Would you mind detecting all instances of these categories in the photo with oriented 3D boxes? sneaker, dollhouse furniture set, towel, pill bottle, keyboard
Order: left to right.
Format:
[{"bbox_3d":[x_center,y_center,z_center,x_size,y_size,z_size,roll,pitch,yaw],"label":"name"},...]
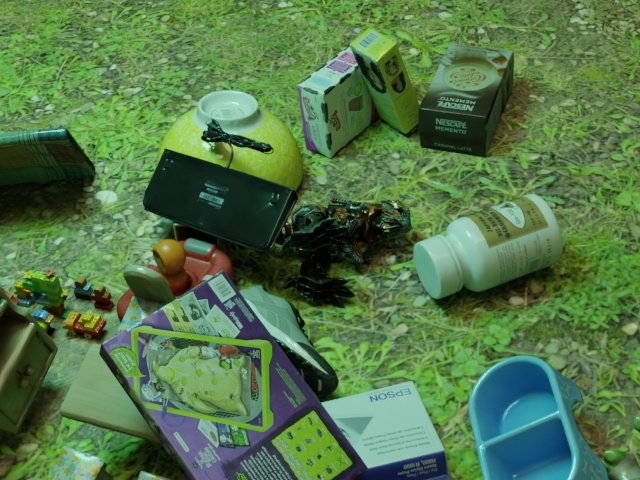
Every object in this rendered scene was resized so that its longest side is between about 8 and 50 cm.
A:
[{"bbox_3d":[-0.638,-0.146,1.986,0.370,0.271,0.040,-6,79,-1],"label":"towel"},{"bbox_3d":[-0.343,0.190,1.496,0.394,0.256,0.362,11,61,18],"label":"dollhouse furniture set"},{"bbox_3d":[-0.169,-0.106,1.840,0.317,0.033,0.201,20,83,34],"label":"keyboard"},{"bbox_3d":[-0.059,0.152,1.689,0.108,0.100,0.271,-27,46,-29],"label":"sneaker"},{"bbox_3d":[0.282,0.014,1.772,0.229,0.131,0.131,-19,44,-14],"label":"pill bottle"}]

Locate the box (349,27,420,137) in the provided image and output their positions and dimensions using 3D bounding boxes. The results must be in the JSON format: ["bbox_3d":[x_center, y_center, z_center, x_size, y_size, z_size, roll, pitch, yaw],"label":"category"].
[{"bbox_3d":[0.135,-0.310,2.066,0.058,0.232,0.087,-43,51,-10],"label":"box"}]

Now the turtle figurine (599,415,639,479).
[{"bbox_3d":[0.434,0.352,1.340,0.275,0.197,0.266,-9,37,-7],"label":"turtle figurine"}]

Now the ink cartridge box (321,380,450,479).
[{"bbox_3d":[0.063,0.310,1.513,0.223,0.045,0.224,-13,34,-8],"label":"ink cartridge box"}]

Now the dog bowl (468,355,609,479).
[{"bbox_3d":[0.295,0.283,1.464,0.166,0.074,0.297,-28,36,18],"label":"dog bowl"}]

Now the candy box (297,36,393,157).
[{"bbox_3d":[0.058,-0.298,2.119,0.071,0.159,0.233,24,49,31],"label":"candy box"}]

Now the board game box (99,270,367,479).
[{"bbox_3d":[-0.119,0.232,1.423,0.208,0.056,0.347,-30,78,-31],"label":"board game box"}]

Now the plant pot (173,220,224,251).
[{"bbox_3d":[-0.215,-0.017,1.906,0.082,0.081,0.083,3,35,9],"label":"plant pot"}]

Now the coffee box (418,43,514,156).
[{"bbox_3d":[0.300,-0.291,2.127,0.141,0.098,0.246,10,45,17],"label":"coffee box"}]

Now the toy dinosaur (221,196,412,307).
[{"bbox_3d":[0.000,0.000,1.845,0.322,0.164,0.218,-24,26,13],"label":"toy dinosaur"}]

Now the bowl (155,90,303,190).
[{"bbox_3d":[-0.176,-0.195,2.007,0.290,0.156,0.289,2,36,-1],"label":"bowl"}]

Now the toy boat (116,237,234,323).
[{"bbox_3d":[-0.252,0.063,1.766,0.151,0.151,0.231,14,46,21],"label":"toy boat"}]

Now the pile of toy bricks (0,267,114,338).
[{"bbox_3d":[-0.466,0.090,1.795,0.212,0.105,0.118,9,44,16],"label":"pile of toy bricks"}]
